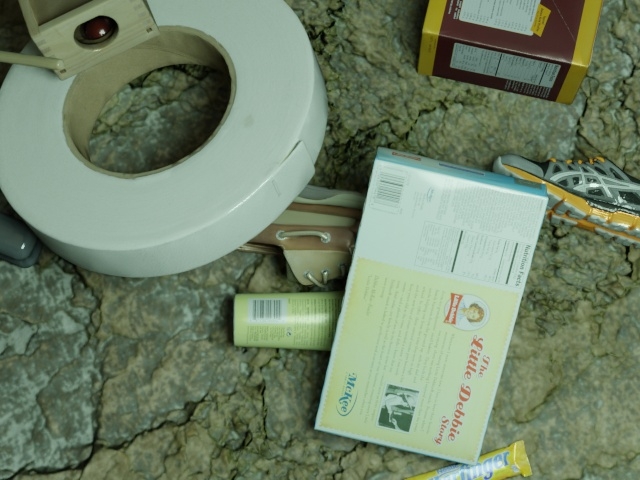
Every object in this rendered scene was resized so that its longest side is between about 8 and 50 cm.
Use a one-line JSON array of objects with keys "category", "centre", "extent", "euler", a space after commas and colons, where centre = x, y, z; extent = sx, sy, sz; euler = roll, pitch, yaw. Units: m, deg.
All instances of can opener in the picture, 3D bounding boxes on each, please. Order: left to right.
[{"category": "can opener", "centre": [-0.450, -0.056, 1.618], "extent": [0.280, 0.074, 0.093], "euler": [27, 77, 7]}]

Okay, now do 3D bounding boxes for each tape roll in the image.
[{"category": "tape roll", "centre": [-0.183, -0.141, 1.571], "extent": [0.392, 0.072, 0.392], "euler": [-7, 59, 12]}]

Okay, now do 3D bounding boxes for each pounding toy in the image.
[{"category": "pounding toy", "centre": [-0.293, -0.233, 1.558], "extent": [0.206, 0.094, 0.181], "euler": [-26, 56, 1]}]

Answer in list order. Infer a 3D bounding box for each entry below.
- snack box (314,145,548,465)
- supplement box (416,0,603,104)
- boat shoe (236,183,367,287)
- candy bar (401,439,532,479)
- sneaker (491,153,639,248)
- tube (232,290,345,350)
[{"category": "snack box", "centre": [0.117, 0.075, 1.502], "extent": [0.187, 0.060, 0.322], "euler": [13, 109, 2]}, {"category": "supplement box", "centre": [0.231, -0.287, 1.637], "extent": [0.194, 0.129, 0.191], "euler": [13, 76, 4]}, {"category": "boat shoe", "centre": [0.000, 0.000, 1.583], "extent": [0.324, 0.123, 0.116], "euler": [15, 80, 14]}, {"category": "candy bar", "centre": [0.157, 0.267, 1.559], "extent": [0.161, 0.018, 0.040], "euler": [-16, 76, -4]}, {"category": "sneaker", "centre": [0.303, -0.061, 1.609], "extent": [0.215, 0.084, 0.083], "euler": [20, 75, -4]}, {"category": "tube", "centre": [0.020, 0.094, 1.587], "extent": [0.240, 0.070, 0.062], "euler": [0, 43, -2]}]
